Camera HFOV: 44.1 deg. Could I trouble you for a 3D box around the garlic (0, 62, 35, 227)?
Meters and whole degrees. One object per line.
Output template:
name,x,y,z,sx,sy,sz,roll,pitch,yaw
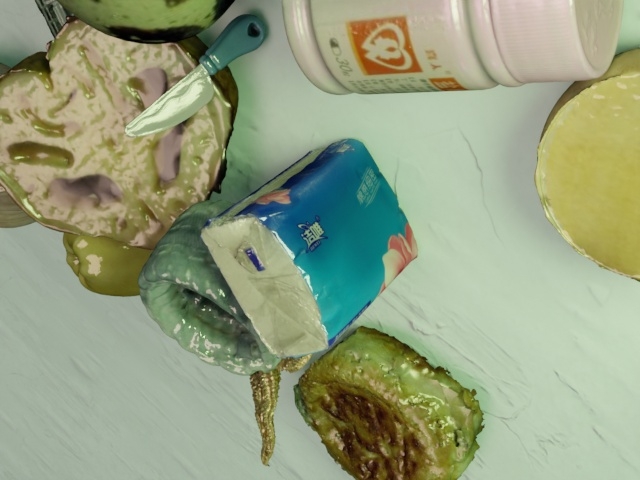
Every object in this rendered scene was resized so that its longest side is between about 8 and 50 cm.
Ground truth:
garlic,-0.589,-0.179,1.416,0.322,0.241,0.322,4,107,15

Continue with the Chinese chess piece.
Chinese chess piece,0.363,-0.079,0.848,0.257,0.104,0.257,17,125,26

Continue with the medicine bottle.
medicine bottle,0.138,-0.259,0.835,0.316,0.202,0.202,5,119,35

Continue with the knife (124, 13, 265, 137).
knife,-0.166,-0.216,1.080,0.058,0.244,0.032,48,168,-32

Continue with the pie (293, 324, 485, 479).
pie,0.097,0.294,1.272,0.288,0.103,0.355,51,136,7

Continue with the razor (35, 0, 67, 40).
razor,-0.363,-0.375,1.205,0.278,0.056,0.111,-7,110,56

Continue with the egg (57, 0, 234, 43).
egg,-0.240,-0.422,0.954,0.287,0.287,0.379,-19,103,42

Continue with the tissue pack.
tissue pack,0.000,0.000,1.047,0.137,0.269,0.209,-22,101,42

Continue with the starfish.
starfish,-0.117,0.175,1.341,0.293,0.084,0.301,40,126,36

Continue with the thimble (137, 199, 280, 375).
thimble,-0.128,0.068,1.144,0.250,0.172,0.205,44,140,-18

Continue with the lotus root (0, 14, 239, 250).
lotus root,-0.303,-0.154,1.186,0.390,0.111,0.375,-22,107,12

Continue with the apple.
apple,-0.340,0.007,1.366,0.200,0.200,0.200,18,126,27
